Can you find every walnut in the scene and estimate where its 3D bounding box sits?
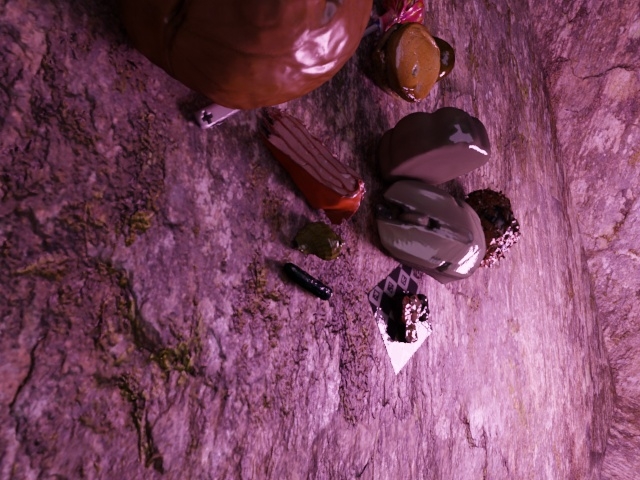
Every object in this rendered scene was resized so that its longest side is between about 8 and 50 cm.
[{"bbox_3d":[-0.103,-0.385,0.652,0.354,0.308,0.398,47,52,-5],"label":"walnut"}]

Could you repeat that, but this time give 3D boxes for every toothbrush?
[{"bbox_3d":[-0.096,-0.316,0.851,0.418,0.040,0.042,-43,115,-36],"label":"toothbrush"}]

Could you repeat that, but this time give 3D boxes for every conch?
[{"bbox_3d":[0.000,0.000,0.885,0.121,0.074,0.089,-1,57,-28],"label":"conch"}]

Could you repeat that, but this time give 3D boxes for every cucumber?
[{"bbox_3d":[-0.028,0.082,0.854,0.133,0.032,0.032,39,58,-37],"label":"cucumber"}]

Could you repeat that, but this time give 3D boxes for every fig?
[{"bbox_3d":[0.337,-0.574,1.278,0.133,0.127,0.184,-35,113,-29],"label":"fig"}]

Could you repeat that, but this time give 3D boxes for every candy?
[{"bbox_3d":[0.160,-0.579,1.125,0.365,0.124,0.124,-45,116,-31],"label":"candy"}]

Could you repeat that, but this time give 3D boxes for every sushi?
[{"bbox_3d":[0.234,0.190,1.097,0.220,0.047,0.231,-32,106,-44],"label":"sushi"}]

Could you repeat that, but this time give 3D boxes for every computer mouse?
[{"bbox_3d":[0.322,-0.016,1.121,0.429,0.146,0.227,22,77,-33],"label":"computer mouse"}]

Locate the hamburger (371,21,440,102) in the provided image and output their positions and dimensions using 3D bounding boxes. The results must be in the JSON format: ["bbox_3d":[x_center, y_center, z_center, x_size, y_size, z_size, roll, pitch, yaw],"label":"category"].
[{"bbox_3d":[0.217,-0.472,1.116,0.215,0.122,0.189,10,99,-45],"label":"hamburger"}]

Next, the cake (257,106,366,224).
[{"bbox_3d":[-0.013,-0.159,0.860,0.287,0.135,0.098,48,66,-19],"label":"cake"}]

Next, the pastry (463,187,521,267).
[{"bbox_3d":[0.552,-0.038,1.361,0.275,0.193,0.274,12,73,-45],"label":"pastry"}]

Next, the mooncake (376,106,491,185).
[{"bbox_3d":[0.279,-0.232,1.064,0.275,0.275,0.135,7,72,-45],"label":"mooncake"}]
